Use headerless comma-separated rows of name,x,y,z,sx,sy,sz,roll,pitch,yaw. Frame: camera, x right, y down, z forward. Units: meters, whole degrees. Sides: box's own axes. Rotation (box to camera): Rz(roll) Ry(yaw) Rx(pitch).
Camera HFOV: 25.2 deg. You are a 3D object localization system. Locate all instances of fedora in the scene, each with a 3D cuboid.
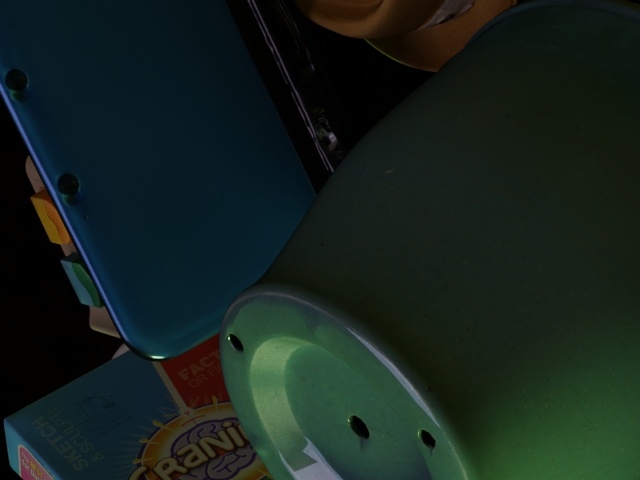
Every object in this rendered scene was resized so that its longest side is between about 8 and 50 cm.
fedora,0.034,-0.178,0.878,0.194,0.079,0.194,37,142,35

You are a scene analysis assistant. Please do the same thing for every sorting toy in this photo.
sorting toy,-0.225,0.011,1.454,0.193,0.038,0.208,10,123,53

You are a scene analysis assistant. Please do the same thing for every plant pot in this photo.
plant pot,0.095,0.043,0.780,0.272,0.255,0.271,33,143,29

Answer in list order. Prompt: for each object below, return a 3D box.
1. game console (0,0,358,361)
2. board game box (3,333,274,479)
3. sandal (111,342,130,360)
game console,-0.090,-0.104,0.931,0.250,0.173,0.293,-89,-26,-81
board game box,-0.077,0.203,1.203,0.316,0.242,0.064,36,140,34
sandal,-0.060,0.258,1.372,0.169,0.102,0.416,-46,70,42
